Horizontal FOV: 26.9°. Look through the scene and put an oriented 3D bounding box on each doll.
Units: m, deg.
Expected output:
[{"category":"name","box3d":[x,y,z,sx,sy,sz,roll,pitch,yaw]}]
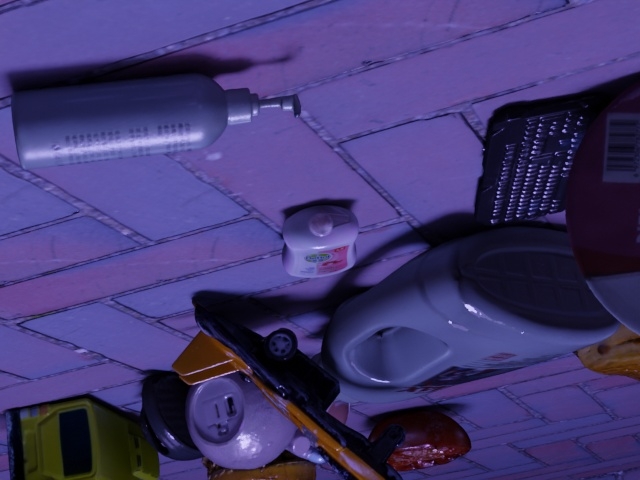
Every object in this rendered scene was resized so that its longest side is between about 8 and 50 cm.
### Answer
[{"category":"doll","box3d":[-0.056,0.221,1.739,0.151,0.150,0.287,-19,165,27]}]

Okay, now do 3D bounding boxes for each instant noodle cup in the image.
[{"category":"instant noodle cup","box3d":[0.331,-0.019,1.101,0.235,0.234,0.178,-15,169,17]}]

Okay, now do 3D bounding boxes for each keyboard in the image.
[{"category":"keyboard","box3d":[0.192,-0.065,1.192,0.106,0.016,0.262,-9,161,0]}]

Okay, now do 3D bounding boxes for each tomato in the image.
[{"category":"tomato","box3d":[0.158,0.324,2.201,0.174,0.082,0.166,-6,157,4]}]

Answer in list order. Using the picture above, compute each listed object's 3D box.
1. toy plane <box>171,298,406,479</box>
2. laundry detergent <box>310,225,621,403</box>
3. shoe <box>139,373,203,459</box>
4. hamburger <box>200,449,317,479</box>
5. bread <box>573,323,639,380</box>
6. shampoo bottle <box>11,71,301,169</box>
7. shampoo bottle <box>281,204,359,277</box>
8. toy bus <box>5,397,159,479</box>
[{"category":"toy plane","box3d":[-0.008,0.180,1.462,0.316,0.103,0.204,30,166,13]},{"category":"laundry detergent","box3d":[0.108,0.103,1.487,0.264,0.124,0.398,5,159,-37]},{"category":"shoe","box3d":[-0.188,0.245,1.773,0.093,0.108,0.241,-20,162,18]},{"category":"hamburger","box3d":[-0.090,0.348,2.102,0.191,0.117,0.182,4,160,-25]},{"category":"bread","box3d":[0.472,0.119,1.746,0.235,0.099,0.210,-19,158,41]},{"category":"shampoo bottle","box3d":[-0.112,-0.086,0.927,0.195,0.056,0.056,-7,161,-8]},{"category":"shampoo bottle","box3d":[0.000,0.000,1.247,0.072,0.043,0.099,-8,161,-5]},{"category":"toy bus","box3d":[-0.321,0.306,1.851,0.150,0.128,0.262,-12,160,9]}]
